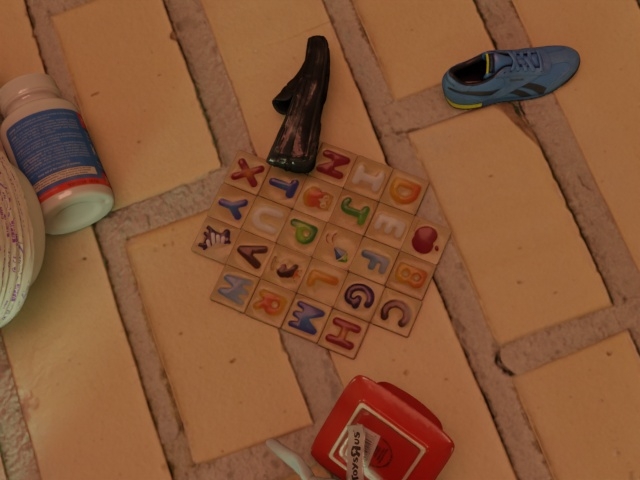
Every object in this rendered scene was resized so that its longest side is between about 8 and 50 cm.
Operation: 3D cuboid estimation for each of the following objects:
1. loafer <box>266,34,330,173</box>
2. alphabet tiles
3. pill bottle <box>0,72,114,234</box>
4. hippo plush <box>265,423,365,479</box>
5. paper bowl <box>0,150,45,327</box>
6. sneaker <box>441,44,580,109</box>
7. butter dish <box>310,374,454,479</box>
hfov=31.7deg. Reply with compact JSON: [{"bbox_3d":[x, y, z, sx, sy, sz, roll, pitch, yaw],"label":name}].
[{"bbox_3d":[-0.031,-0.205,1.656,0.078,0.076,0.223,10,69,-1],"label":"loafer"},{"bbox_3d":[0.000,0.000,1.628,0.343,0.011,0.285,22,75,12],"label":"alphabet tiles"},{"bbox_3d":[-0.395,-0.131,1.650,0.124,0.124,0.221,-24,72,-2],"label":"pill bottle"},{"bbox_3d":[0.055,0.362,1.304,0.234,0.236,0.294,-11,82,5],"label":"hippo plush"},{"bbox_3d":[-0.493,-0.011,1.567,0.284,0.148,0.284,9,104,42],"label":"paper bowl"},{"bbox_3d":[0.280,-0.248,1.644,0.209,0.082,0.069,-13,69,0],"label":"sneaker"},{"bbox_3d":[0.095,0.255,1.487,0.160,0.118,0.160,35,120,12],"label":"butter dish"}]
